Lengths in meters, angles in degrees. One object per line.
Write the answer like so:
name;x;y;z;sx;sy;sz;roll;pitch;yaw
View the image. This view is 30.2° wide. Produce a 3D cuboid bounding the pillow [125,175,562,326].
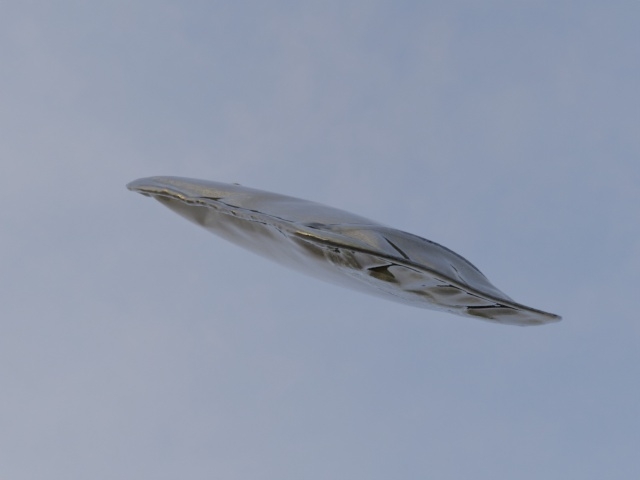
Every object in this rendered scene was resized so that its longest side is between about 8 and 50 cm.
pillow;0.000;0.001;0.528;0.130;0.217;0.033;19;-91;-34
